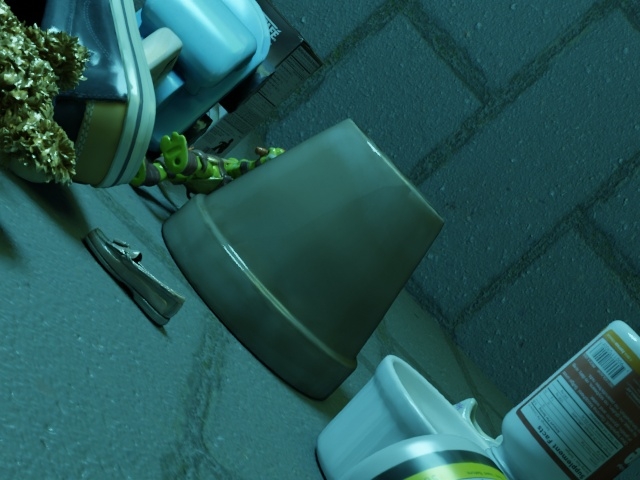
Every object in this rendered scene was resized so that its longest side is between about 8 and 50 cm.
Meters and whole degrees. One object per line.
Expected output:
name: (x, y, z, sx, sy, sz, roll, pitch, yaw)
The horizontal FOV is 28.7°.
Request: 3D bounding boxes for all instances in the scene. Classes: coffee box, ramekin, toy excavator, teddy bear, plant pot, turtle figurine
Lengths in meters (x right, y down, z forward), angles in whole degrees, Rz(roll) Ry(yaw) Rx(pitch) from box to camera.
coffee box: (-0.164, -0.291, 2.237, 0.168, 0.297, 0.119, 50, 7, 23)
ramekin: (0.121, 0.275, 1.414, 0.277, 0.135, 0.277, 47, 6, -7)
toy excavator: (-0.231, -0.261, 1.803, 0.222, 0.433, 0.445, 47, -22, -3)
teddy bear: (-0.316, -0.183, 1.127, 0.245, 0.113, 0.338, 21, 34, -24)
plant pot: (0.000, 0.000, 1.654, 0.323, 0.280, 0.323, 47, 5, -6)
turtle figurine: (-0.177, -0.097, 1.750, 0.269, 0.087, 0.217, 3, -1, 32)

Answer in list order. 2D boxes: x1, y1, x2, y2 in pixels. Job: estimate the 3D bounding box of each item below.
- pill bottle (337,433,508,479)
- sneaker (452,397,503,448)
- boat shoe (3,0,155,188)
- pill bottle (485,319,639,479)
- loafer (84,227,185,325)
pill bottle: (0.131, 0.323, 0.959, 0.188, 0.188, 0.334, 41, 9, -43)
sneaker: (0.253, 0.355, 1.727, 0.305, 0.152, 0.114, 51, 5, 16)
boat shoe: (-0.314, -0.248, 1.426, 0.156, 0.187, 0.500, 8, 38, -28)
pill bottle: (0.267, 0.194, 1.288, 0.121, 0.216, 0.121, 47, 7, -8)
loafer: (-0.189, 0.030, 1.288, 0.125, 0.039, 0.045, 48, 7, 6)
